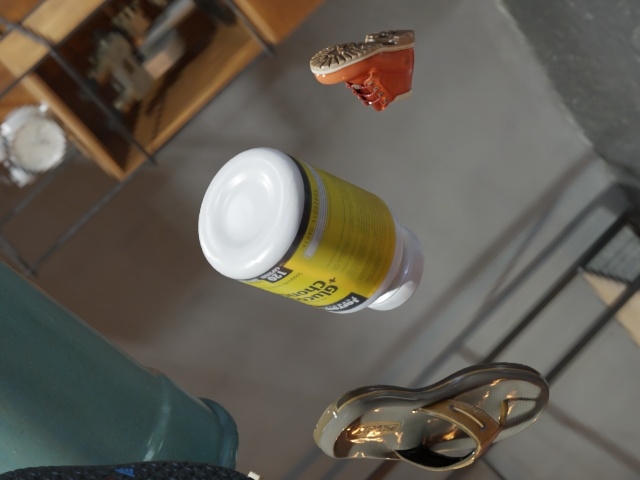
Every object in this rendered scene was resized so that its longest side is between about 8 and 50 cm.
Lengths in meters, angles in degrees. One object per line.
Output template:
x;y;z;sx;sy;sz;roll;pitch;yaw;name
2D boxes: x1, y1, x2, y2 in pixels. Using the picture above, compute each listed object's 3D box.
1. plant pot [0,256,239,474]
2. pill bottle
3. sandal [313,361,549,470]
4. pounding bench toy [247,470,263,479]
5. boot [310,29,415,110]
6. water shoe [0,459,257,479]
-0.316;0.189;1.229;0.334;0.341;0.341;46;173;-24;plant pot
0.000;0.000;1.008;0.184;0.103;0.103;22;-168;-46;pill bottle
0.100;0.153;1.049;0.219;0.090;0.060;0;-145;-32;sandal
-0.098;0.375;1.799;0.052;0.065;0.083;12;135;44;pounding bench toy
0.051;-0.179;1.395;0.059;0.158;0.085;13;114;41;boot
-0.123;0.192;0.830;0.203;0.080;0.073;5;-164;-16;water shoe
